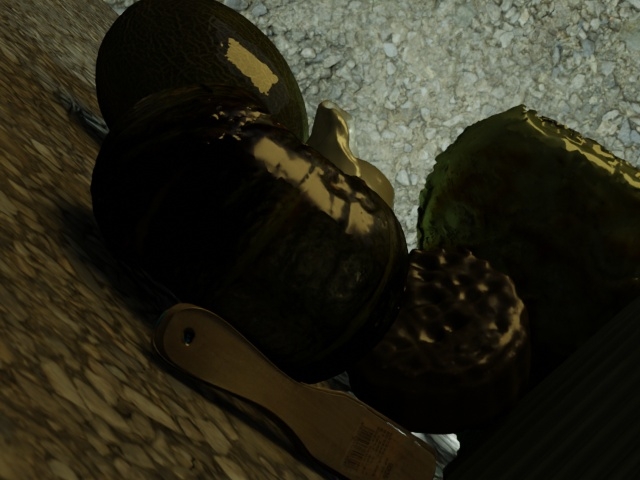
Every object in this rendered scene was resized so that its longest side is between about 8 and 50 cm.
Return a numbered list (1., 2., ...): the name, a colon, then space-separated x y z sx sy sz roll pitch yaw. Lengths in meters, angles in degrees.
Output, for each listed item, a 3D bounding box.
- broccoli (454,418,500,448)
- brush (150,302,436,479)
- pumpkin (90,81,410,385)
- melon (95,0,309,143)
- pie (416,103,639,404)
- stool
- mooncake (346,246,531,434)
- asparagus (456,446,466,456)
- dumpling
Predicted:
1. broccoli: 0.273 0.256 1.894 0.195 0.195 0.156 48 -13 43
2. brush: -0.024 0.140 1.135 0.327 0.070 0.065 37 -11 -36
3. pumpkin: -0.063 -0.014 1.231 0.320 0.192 0.320 37 -1 1
4. melon: -0.149 -0.176 1.721 0.301 0.237 0.237 46 6 11
5. pie: 0.298 0.050 1.705 0.395 0.418 0.180 18 31 5
6. stool: 0.359 0.257 1.554 0.297 0.330 0.297 43 5 -5
7. mooncake: 0.134 0.111 1.561 0.228 0.228 0.124 46 -25 33
8. asparagus: 0.183 0.285 1.738 0.018 0.015 0.127 34 4 5
9. dumpling: -0.002 -0.037 1.667 0.187 0.242 0.318 3 -23 6
